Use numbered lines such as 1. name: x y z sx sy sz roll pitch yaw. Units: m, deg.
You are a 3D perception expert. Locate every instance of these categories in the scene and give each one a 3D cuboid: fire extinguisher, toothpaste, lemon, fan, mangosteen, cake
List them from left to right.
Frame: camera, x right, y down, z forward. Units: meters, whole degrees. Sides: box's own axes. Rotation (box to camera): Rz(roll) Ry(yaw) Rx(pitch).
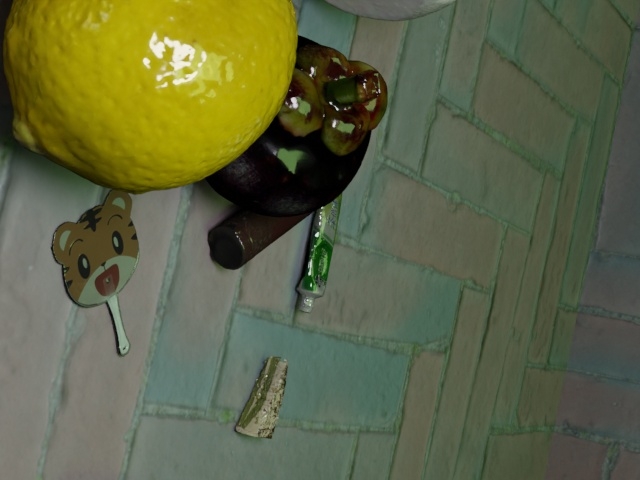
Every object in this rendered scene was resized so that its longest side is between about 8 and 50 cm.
1. fan: -0.281 0.054 1.482 0.152 0.008 0.226 -41 131 -47
2. lemon: -0.188 -0.213 1.268 0.336 0.336 0.336 -23 118 -54
3. cake: -0.086 0.258 1.814 0.055 0.051 0.140 48 60 -52
4. fire extinguisher: -0.073 -0.052 1.735 0.089 0.072 0.268 54 43 -3
5. mangosteen: -0.032 -0.169 1.541 0.275 0.302 0.275 17 64 -39
6. toothpaste: 0.000 0.000 1.887 0.078 0.047 0.247 25 75 -60

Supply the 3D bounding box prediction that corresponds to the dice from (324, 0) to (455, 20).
1. dice: 0.096 -0.501 1.684 0.251 0.259 0.243 -59 148 -27
